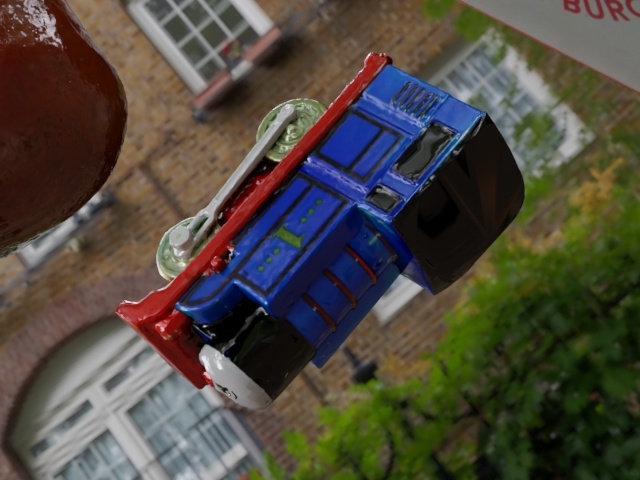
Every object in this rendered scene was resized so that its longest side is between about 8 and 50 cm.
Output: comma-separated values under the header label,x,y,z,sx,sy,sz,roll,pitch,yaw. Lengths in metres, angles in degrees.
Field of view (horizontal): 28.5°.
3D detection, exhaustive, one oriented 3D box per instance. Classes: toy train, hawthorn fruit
label,x,y,z,sx,sy,sz,roll,pitch,yaw
toy train,0.000,0.000,0.681,0.204,0.131,0.083,-49,-37,-11
hawthorn fruit,-0.143,-0.054,0.491,0.125,0.125,0.140,-40,-22,3

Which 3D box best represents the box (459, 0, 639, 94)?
label,x,y,z,sx,sy,sz,roll,pitch,yaw
box,0.236,-0.316,0.831,0.300,0.312,0.314,-50,-21,-21
